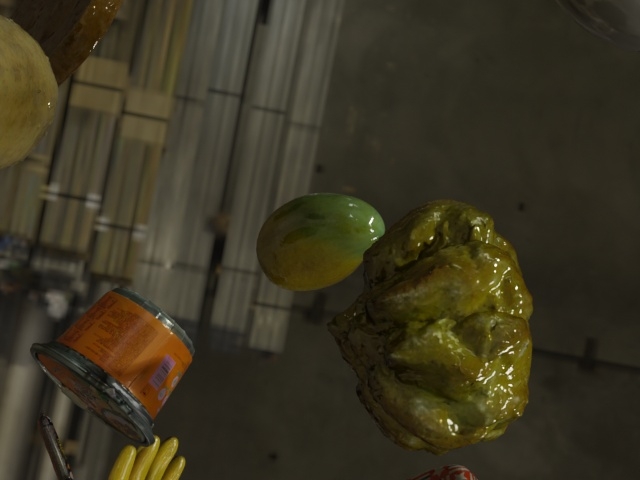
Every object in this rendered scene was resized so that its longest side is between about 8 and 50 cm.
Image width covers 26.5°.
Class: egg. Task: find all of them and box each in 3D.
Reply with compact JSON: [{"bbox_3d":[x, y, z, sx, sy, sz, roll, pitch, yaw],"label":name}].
[{"bbox_3d":[0.303,-0.279,1.376,0.198,0.146,0.146,60,-7,3],"label":"egg"}]

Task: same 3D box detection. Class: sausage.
[{"bbox_3d":[-0.413,0.363,2.172,0.028,0.025,0.198,53,13,-76],"label":"sausage"}]

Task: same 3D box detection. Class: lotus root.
[{"bbox_3d":[-0.362,-0.145,1.315,0.343,0.152,0.169,-26,114,-79],"label":"lotus root"}]

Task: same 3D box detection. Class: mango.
[{"bbox_3d":[0.000,0.000,1.692,0.195,0.130,0.091,-15,-141,41],"label":"mango"}]

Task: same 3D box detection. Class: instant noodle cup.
[{"bbox_3d":[-0.228,0.135,1.572,0.125,0.177,0.208,-52,-152,-20],"label":"instant noodle cup"}]

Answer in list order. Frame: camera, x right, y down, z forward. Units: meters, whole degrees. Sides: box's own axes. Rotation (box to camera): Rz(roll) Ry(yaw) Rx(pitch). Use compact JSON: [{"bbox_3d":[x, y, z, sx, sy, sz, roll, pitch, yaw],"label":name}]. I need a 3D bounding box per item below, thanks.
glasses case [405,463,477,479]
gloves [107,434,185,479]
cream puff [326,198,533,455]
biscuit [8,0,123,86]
[{"bbox_3d":[0.096,0.313,1.529,0.194,0.049,0.073,-30,-145,22],"label":"glasses case"},{"bbox_3d":[-0.280,0.433,2.061,0.133,0.116,0.294,47,56,-56],"label":"gloves"},{"bbox_3d":[0.118,0.088,1.316,0.244,0.196,0.244,60,-8,14],"label":"cream puff"},{"bbox_3d":[-0.351,-0.328,1.909,0.367,0.063,0.314,-13,-131,54],"label":"biscuit"}]
